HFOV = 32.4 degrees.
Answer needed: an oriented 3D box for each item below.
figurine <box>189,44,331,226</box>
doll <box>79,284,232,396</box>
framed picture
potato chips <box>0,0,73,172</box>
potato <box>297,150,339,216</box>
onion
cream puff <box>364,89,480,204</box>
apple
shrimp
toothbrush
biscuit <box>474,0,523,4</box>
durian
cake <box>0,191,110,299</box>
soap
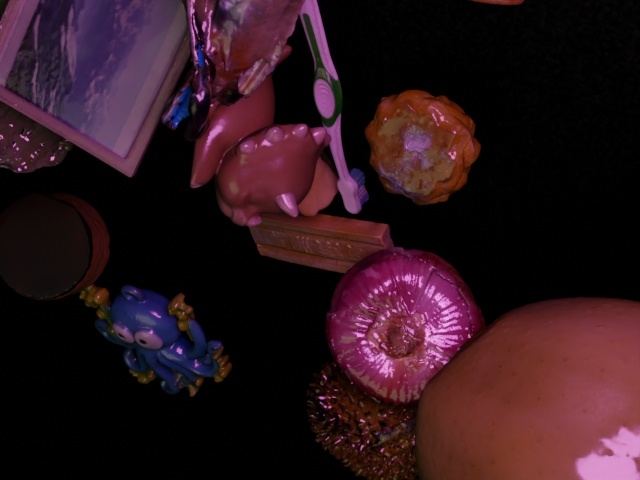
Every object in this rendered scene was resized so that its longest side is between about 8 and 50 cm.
[{"bbox_3d":[-0.071,-0.144,1.413,0.173,0.247,0.177,8,161,-6],"label":"figurine"},{"bbox_3d":[-0.330,0.195,2.117,0.346,0.099,0.341,18,141,28],"label":"doll"},{"bbox_3d":[-0.276,-0.280,1.399,0.247,0.022,0.335,31,112,1],"label":"framed picture"},{"bbox_3d":[-0.469,-0.283,1.490,0.373,0.097,0.389,18,113,-9],"label":"potato chips"},{"bbox_3d":[-0.033,-0.079,1.534,0.066,0.103,0.096,-13,122,44],"label":"potato"},{"bbox_3d":[0.124,0.120,1.565,0.230,0.163,0.230,2,97,13],"label":"onion"},{"bbox_3d":[0.134,-0.118,1.351,0.146,0.116,0.146,9,108,27],"label":"cream puff"},{"bbox_3d":[0.350,0.285,1.370,0.474,0.473,0.473,22,144,17],"label":"apple"},{"bbox_3d":[-0.105,-0.310,1.207,0.221,0.110,0.445,22,119,7],"label":"shrimp"},{"bbox_3d":[0.006,-0.195,1.414,0.042,0.040,0.418,14,141,31],"label":"toothbrush"},{"bbox_3d":[0.136,-0.338,1.138,0.215,0.034,0.182,30,145,6],"label":"biscuit"},{"bbox_3d":[0.108,0.254,1.706,0.293,0.258,0.258,14,141,35],"label":"durian"},{"bbox_3d":[-0.462,0.004,1.958,0.208,0.178,0.185,-40,88,17],"label":"cake"},{"bbox_3d":[0.000,0.001,1.661,0.252,0.037,0.092,9,137,32],"label":"soap"}]
